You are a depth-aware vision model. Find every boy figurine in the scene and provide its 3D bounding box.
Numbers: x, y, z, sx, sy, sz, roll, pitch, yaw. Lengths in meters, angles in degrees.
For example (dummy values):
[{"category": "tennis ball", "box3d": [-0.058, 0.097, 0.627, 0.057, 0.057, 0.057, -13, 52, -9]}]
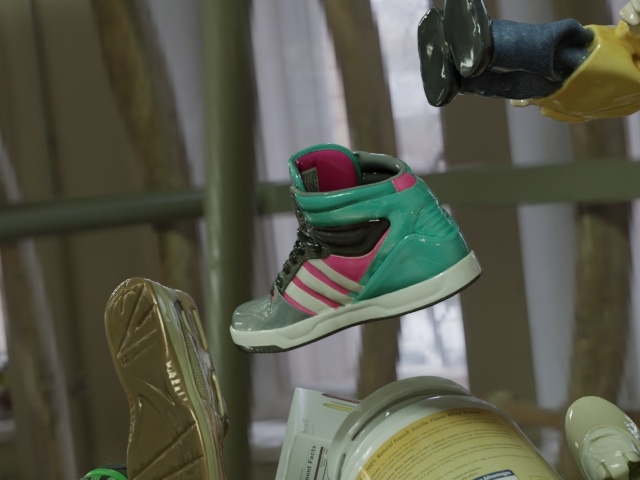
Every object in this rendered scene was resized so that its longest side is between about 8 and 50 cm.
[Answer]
[{"category": "boy figurine", "box3d": [0.230, -0.151, 1.285, 0.285, 0.092, 0.177, -1, -20, -21]}]

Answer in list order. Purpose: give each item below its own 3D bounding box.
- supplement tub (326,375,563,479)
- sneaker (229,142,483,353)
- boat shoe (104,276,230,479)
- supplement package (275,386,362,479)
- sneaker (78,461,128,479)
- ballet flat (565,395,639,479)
[{"category": "supplement tub", "box3d": [0.152, 0.304, 1.658, 0.228, 0.228, 0.316, -7, 31, -21]}, {"category": "sneaker", "box3d": [0.000, 0.000, 1.560, 0.295, 0.178, 0.124, -20, 10, 35]}, {"category": "boat shoe", "box3d": [-0.150, 0.203, 1.803, 0.121, 0.341, 0.110, -27, -25, 32]}, {"category": "supplement package", "box3d": [0.011, 0.346, 2.250, 0.145, 0.204, 0.262, 12, 8, -3]}, {"category": "sneaker", "box3d": [-0.275, 0.458, 1.966, 0.134, 0.343, 0.146, -8, 2, 26]}, {"category": "ballet flat", "box3d": [0.341, 0.274, 1.732, 0.086, 0.248, 0.086, -23, -22, -10]}]
